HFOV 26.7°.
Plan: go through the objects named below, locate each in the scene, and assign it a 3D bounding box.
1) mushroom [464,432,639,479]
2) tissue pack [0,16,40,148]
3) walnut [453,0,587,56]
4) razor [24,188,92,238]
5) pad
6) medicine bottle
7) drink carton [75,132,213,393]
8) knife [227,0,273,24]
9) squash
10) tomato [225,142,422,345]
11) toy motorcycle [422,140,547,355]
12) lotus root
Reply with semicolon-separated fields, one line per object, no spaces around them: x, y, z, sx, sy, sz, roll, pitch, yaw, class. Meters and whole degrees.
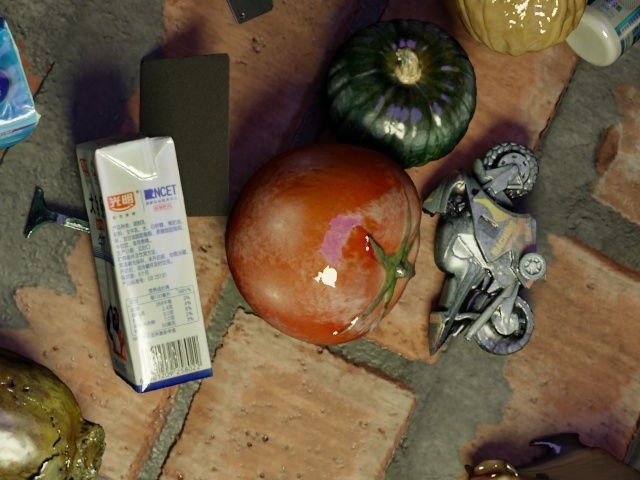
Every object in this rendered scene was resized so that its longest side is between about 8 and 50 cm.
0.345;0.493;1.816;0.224;0.313;0.397;-6;95;-15;mushroom
-0.488;-0.154;1.603;0.263;0.198;0.146;-20;92;-19;tissue pack
0.279;-0.367;1.867;0.213;0.213;0.213;1;87;-19;walnut
-0.284;-0.009;1.753;0.190;0.033;0.066;17;83;-18;razor
-0.178;-0.136;1.758;0.003;0.142;0.212;5;85;-63;pad
0.450;-0.352;1.977;0.191;0.107;0.107;-42;101;-16;medicine bottle
-0.225;0.023;1.697;0.106;0.130;0.315;-13;101;-22;drink carton
-0.135;-0.419;1.833;0.072;0.019;0.245;-28;99;-22;knife
0.108;-0.197;1.820;0.218;0.172;0.218;2;86;-23;squash
0.000;0.000;1.737;0.264;0.265;0.265;1;87;-19;tomato
0.223;0.011;1.891;0.173;0.108;0.307;3;87;-10;toy motorcycle
-0.449;0.207;1.618;0.397;0.179;0.196;18;98;-13;lotus root
